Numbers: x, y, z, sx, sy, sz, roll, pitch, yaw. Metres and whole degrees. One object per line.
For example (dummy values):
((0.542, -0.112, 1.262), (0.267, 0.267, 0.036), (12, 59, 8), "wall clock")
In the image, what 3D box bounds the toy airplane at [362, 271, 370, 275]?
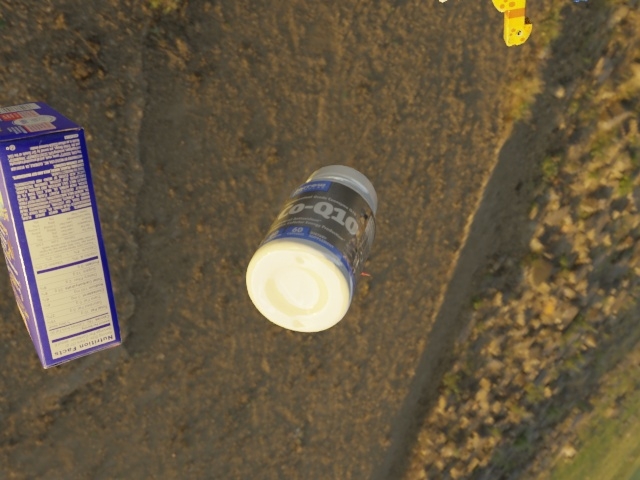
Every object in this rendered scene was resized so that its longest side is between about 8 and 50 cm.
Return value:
((-0.010, 0.024, 1.055), (0.151, 0.151, 0.028), (11, 105, -58), "toy airplane")

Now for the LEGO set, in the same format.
((0.244, -0.285, 0.872), (0.227, 0.087, 0.093), (-6, 133, 5), "LEGO set")

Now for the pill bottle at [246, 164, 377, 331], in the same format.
((0.000, 0.000, 0.580), (0.137, 0.078, 0.078), (-65, 172, -55), "pill bottle")

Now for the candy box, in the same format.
((-0.396, -0.020, 1.086), (0.122, 0.268, 0.317), (-14, 113, -26), "candy box")
